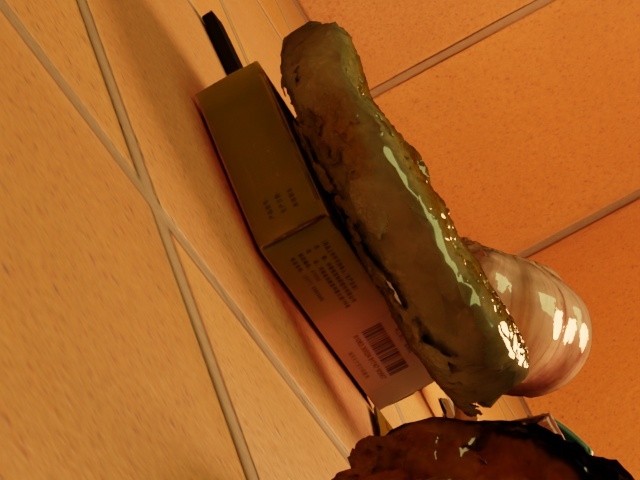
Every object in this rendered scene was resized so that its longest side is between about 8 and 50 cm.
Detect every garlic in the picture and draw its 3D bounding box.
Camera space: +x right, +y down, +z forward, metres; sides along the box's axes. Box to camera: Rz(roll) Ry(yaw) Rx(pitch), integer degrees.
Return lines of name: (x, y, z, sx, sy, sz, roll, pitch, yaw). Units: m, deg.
garlic: (0.174, 0.128, 2.132, 0.245, 0.245, 0.253, 9, 92, -83)

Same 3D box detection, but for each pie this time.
pie: (0.058, -0.031, 1.552, 0.296, 0.078, 0.371, 59, 5, -33)

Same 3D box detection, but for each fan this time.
fan: (0.172, 0.234, 2.314, 0.152, 0.008, 0.227, 60, 7, -17)

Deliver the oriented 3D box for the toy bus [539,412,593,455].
toy bus: (0.233, 0.251, 2.122, 0.079, 0.092, 0.160, 38, -18, 11)

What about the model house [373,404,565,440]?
model house: (0.149, 0.205, 1.557, 0.219, 0.136, 0.207, 61, 7, -5)

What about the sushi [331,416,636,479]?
sushi: (0.150, 0.233, 0.964, 0.348, 0.234, 0.207, 59, 3, 28)

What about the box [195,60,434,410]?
box: (0.000, 0.000, 1.575, 0.260, 0.062, 0.175, 57, 8, -50)

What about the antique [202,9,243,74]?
antique: (-0.070, -0.138, 1.872, 0.192, 0.015, 0.031, 64, 7, 27)
